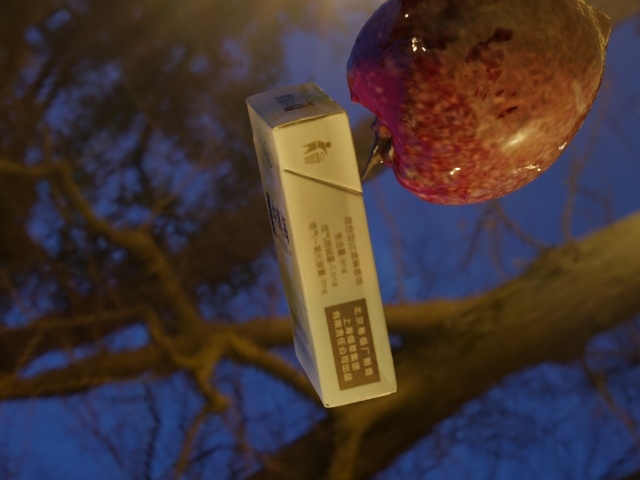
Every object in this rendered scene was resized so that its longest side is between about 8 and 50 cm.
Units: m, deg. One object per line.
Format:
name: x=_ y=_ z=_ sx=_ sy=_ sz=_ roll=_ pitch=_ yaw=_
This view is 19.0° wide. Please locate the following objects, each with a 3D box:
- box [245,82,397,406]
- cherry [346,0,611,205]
box: x=0.000 y=0.000 z=1.601 sx=0.155 sy=0.067 sz=0.243 roll=-130 pitch=29 yaw=-71
cherry: x=0.159 y=-0.160 z=1.923 sx=0.230 sy=0.300 sz=0.203 roll=63 pitch=178 yaw=-4
